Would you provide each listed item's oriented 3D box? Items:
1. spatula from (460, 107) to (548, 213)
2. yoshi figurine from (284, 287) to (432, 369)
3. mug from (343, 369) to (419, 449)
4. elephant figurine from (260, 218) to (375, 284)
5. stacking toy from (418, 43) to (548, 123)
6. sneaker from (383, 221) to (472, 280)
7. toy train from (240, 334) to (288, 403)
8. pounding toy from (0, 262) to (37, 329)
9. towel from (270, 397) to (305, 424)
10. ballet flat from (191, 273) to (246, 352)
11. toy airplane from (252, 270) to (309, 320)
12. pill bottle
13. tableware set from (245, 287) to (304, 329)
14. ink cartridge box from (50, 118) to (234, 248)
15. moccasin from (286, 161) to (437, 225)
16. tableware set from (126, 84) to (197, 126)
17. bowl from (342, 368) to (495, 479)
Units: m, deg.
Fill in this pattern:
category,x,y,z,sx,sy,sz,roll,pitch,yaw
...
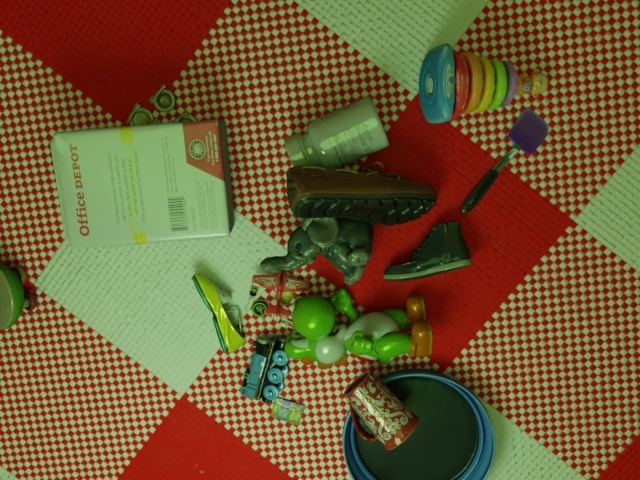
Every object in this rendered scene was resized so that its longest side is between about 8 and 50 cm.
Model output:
category,x,y,z,sx,sy,sz,roll,pitch,yaw
spatula,0.443,-0.184,1.594,0.084,0.030,0.296,37,100,-5
yoshi figurine,0.082,0.205,1.607,0.362,0.203,0.203,-8,74,4
mug,0.131,0.423,1.599,0.150,0.113,0.169,-41,91,7
elephant figurine,0.000,0.000,1.585,0.239,0.186,0.169,20,125,-6
stacking toy,0.397,-0.364,1.525,0.302,0.166,0.175,-2,98,-10
sneaker,0.258,0.031,1.629,0.222,0.083,0.118,-14,79,13
toy train,-0.140,0.333,1.697,0.105,0.080,0.184,17,100,7
pounding toy,-0.827,0.122,1.713,0.237,0.110,0.183,26,114,29
towel,-0.087,0.458,1.746,0.083,0.009,0.060,16,101,2
ballet flat,-0.257,0.179,1.689,0.077,0.077,0.231,-24,100,-14
toy airplane,-0.103,0.135,1.668,0.151,0.028,0.151,2,76,-10
pill bottle,0.037,-0.241,1.562,0.229,0.131,0.131,-23,97,7
tableware set,-0.116,0.167,1.694,0.154,0.024,0.104,22,100,1
ink cartridge box,-0.416,-0.142,1.576,0.385,0.160,0.279,-4,102,-2
moccasin,0.101,-0.119,1.548,0.380,0.139,0.147,-1,57,-16
tableware set,-0.397,-0.295,1.641,0.141,0.020,0.168,-41,94,9
bowl,0.252,0.519,1.699,0.391,0.077,0.391,1,99,4
